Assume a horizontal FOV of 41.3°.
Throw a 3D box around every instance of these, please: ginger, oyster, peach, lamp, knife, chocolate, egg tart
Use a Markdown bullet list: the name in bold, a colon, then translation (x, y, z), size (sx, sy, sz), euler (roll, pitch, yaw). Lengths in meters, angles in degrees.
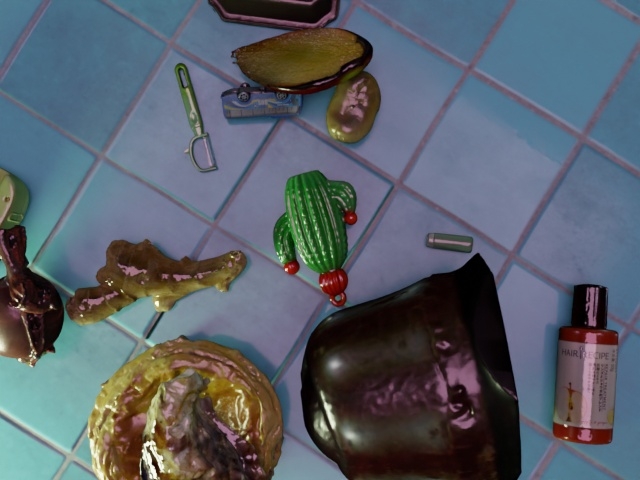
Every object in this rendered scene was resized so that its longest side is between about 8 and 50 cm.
- **ginger**: translation (-0.299, 0.066, 1.544), size (0.334, 0.081, 0.147), euler (-6, 88, -4)
- **oyster**: translation (-0.203, 0.376, 1.387), size (0.271, 0.100, 0.275), euler (36, 91, -19)
- **peach**: translation (-0.037, -0.311, 1.532), size (0.279, 0.068, 0.189), euler (11, 45, 30)
- **lamp**: translation (-0.526, 0.106, 1.500), size (0.215, 0.151, 0.223), euler (51, 117, 23)
- **knife**: translation (-0.244, -0.228, 1.589), size (0.054, 0.015, 0.212), euler (-15, 88, 8)
- **chocolate**: translation (0.131, 0.232, 1.400), size (0.331, 0.383, 0.383), euler (-5, 88, 2)
- **egg tart**: translation (-0.231, 0.334, 1.499), size (0.352, 0.150, 0.352), euler (0, 93, 1)

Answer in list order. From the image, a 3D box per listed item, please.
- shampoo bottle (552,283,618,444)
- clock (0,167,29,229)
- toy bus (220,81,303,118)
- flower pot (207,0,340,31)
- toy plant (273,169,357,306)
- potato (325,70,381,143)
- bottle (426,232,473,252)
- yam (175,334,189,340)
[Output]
- **shampoo bottle**: translation (0.475, 0.216, 1.517), size (0.104, 0.104, 0.278), euler (4, 87, 1)
- **clock**: translation (-0.711, -0.067, 1.547), size (0.308, 0.096, 0.235), euler (28, 89, 3)
- **toy bus**: translation (-0.106, -0.257, 1.567), size (0.153, 0.051, 0.061), euler (-2, 117, 0)
- **flower pot**: translation (-0.083, -0.489, 1.563), size (0.251, 0.084, 0.178), euler (7, 88, 0)
- **toy plant**: translation (-0.012, -0.007, 1.544), size (0.155, 0.088, 0.240), euler (10, 99, 13)
- **potato**: translation (0.060, -0.244, 1.558), size (0.092, 0.070, 0.138), euler (21, 89, 2)
- **bottle**: translation (0.238, 0.003, 1.566), size (0.083, 0.030, 0.030), euler (7, 88, 2)
- **yam**: translation (-0.299, 0.229, 1.562), size (0.145, 0.032, 0.032), euler (-40, 88, 0)
